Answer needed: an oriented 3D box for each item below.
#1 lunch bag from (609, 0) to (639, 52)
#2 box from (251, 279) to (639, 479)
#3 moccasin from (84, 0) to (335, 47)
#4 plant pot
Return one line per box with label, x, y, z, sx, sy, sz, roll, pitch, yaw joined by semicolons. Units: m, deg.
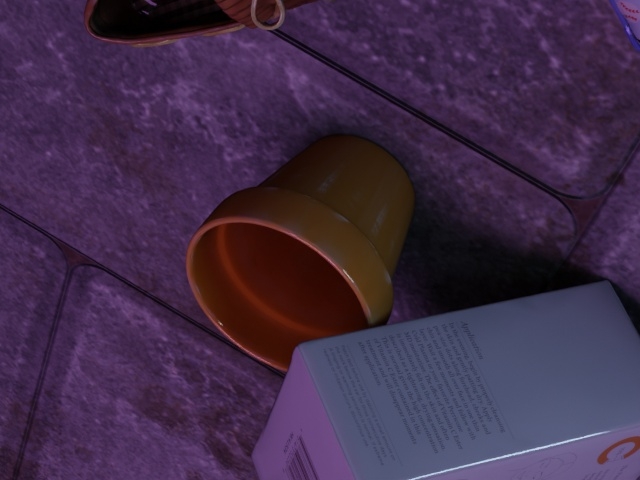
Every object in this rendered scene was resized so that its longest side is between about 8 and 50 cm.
lunch bag;0.347;-0.210;1.364;0.243;0.115;0.303;-13;137;35
box;0.136;0.190;1.757;0.215;0.345;0.168;112;141;-50
moccasin;-0.072;-0.254;1.625;0.380;0.147;0.139;-5;127;39
plant pot;0.000;0.000;1.800;0.205;0.188;0.205;20;138;19
